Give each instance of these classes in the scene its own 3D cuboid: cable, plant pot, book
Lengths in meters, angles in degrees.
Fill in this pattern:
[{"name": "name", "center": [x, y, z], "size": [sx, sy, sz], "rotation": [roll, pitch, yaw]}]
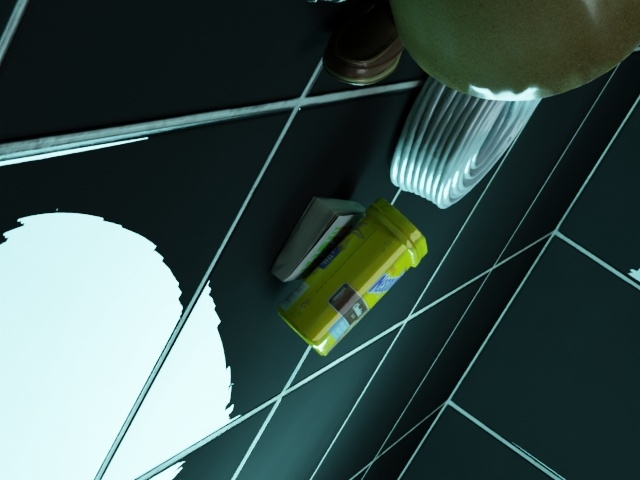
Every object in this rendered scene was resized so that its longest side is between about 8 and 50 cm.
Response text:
[{"name": "cable", "center": [0.186, -0.157, 1.684], "size": [0.257, 0.089, 0.257], "rotation": [-34, 154, -55]}, {"name": "plant pot", "center": [0.132, -0.271, 1.072], "size": [0.237, 0.237, 0.254], "rotation": [-53, 149, -9]}, {"name": "book", "center": [0.000, 0.000, 1.567], "size": [0.096, 0.035, 0.144], "rotation": [-54, 167, 11]}]

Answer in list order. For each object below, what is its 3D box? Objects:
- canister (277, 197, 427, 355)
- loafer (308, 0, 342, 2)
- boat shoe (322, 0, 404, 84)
[{"name": "canister", "center": [0.035, 0.044, 1.581], "size": [0.170, 0.073, 0.126], "rotation": [-46, 168, -4]}, {"name": "loafer", "center": [-0.013, -0.230, 0.961], "size": [0.078, 0.080, 0.220], "rotation": [-19, 159, -7]}, {"name": "boat shoe", "center": [0.056, -0.198, 1.249], "size": [0.178, 0.064, 0.060], "rotation": [-49, 161, -45]}]
